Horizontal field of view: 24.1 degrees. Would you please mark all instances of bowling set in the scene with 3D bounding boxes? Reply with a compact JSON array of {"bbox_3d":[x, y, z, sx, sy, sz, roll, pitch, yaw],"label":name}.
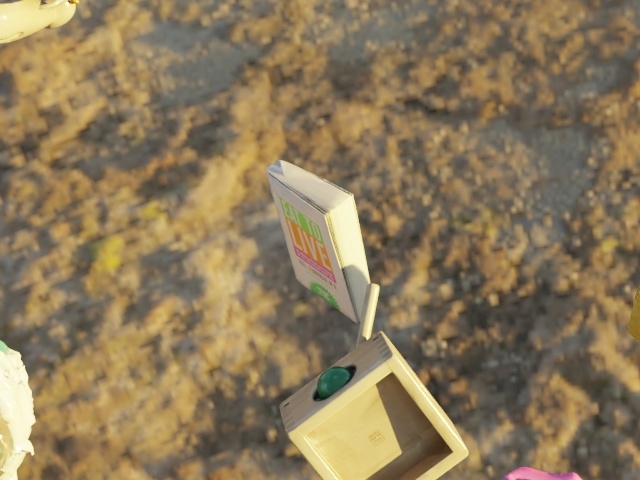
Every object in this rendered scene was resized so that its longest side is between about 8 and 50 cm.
[{"bbox_3d":[-0.247,-0.335,1.498,0.287,0.200,0.154,-19,6,27],"label":"bowling set"}]

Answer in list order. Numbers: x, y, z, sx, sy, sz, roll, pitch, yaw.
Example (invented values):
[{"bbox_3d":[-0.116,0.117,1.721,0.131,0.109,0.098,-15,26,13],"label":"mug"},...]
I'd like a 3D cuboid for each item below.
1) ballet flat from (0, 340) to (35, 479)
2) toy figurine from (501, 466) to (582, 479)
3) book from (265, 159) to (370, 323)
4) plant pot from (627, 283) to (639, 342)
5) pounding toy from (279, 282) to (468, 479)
[{"bbox_3d":[-0.331,0.197,0.947,0.409,0.147,0.147,-38,36,10],"label":"ballet flat"},{"bbox_3d":[0.105,0.185,0.698,0.130,0.173,0.159,-31,66,34],"label":"toy figurine"},{"bbox_3d":[0.000,0.000,1.400,0.035,0.144,0.096,-37,46,-22],"label":"book"},{"bbox_3d":[0.315,0.052,1.259,0.081,0.083,0.081,-17,35,-18],"label":"plant pot"},{"bbox_3d":[0.041,0.137,1.260,0.130,0.141,0.100,-37,15,2],"label":"pounding toy"}]
